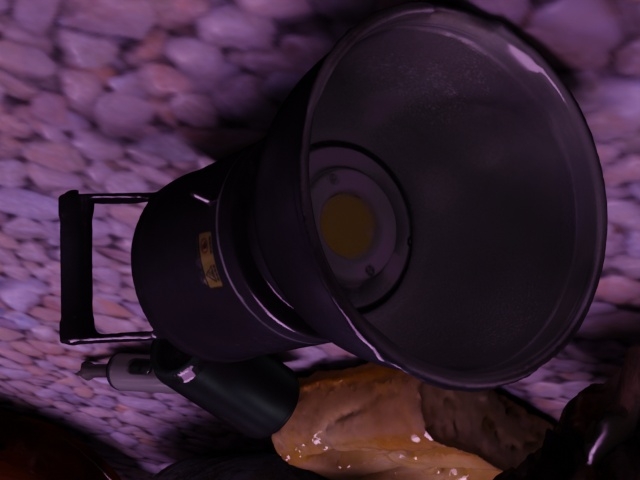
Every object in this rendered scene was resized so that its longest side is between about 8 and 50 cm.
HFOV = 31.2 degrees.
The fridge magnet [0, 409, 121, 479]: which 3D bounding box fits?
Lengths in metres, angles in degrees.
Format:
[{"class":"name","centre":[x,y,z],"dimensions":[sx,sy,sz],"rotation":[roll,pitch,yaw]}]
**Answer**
[{"class":"fridge magnet","centre":[-0.322,0.327,1.011],"dimensions":[0.364,0.363,0.155],"rotation":[27,174,-25]}]

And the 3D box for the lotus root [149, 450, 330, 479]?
[{"class":"lotus root","centre":[-0.060,0.247,0.929],"dimensions":[0.175,0.175,0.349],"rotation":[24,159,-19]}]

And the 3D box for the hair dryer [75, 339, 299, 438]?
[{"class":"hair dryer","centre":[-0.116,0.093,0.811],"dimensions":[0.198,0.057,0.100],"rotation":[-6,146,41]}]

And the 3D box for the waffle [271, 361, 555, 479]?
[{"class":"waffle","centre":[0.104,0.168,0.838],"dimensions":[0.274,0.057,0.168],"rotation":[33,147,-33]}]

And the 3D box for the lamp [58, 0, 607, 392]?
[{"class":"lamp","centre":[0.000,0.000,0.517],"dimensions":[0.172,0.147,0.227],"rotation":[2,170,-32]}]

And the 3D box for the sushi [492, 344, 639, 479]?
[{"class":"sushi","centre":[0.202,0.186,0.651],"dimensions":[0.219,0.238,0.225],"rotation":[11,154,25]}]
